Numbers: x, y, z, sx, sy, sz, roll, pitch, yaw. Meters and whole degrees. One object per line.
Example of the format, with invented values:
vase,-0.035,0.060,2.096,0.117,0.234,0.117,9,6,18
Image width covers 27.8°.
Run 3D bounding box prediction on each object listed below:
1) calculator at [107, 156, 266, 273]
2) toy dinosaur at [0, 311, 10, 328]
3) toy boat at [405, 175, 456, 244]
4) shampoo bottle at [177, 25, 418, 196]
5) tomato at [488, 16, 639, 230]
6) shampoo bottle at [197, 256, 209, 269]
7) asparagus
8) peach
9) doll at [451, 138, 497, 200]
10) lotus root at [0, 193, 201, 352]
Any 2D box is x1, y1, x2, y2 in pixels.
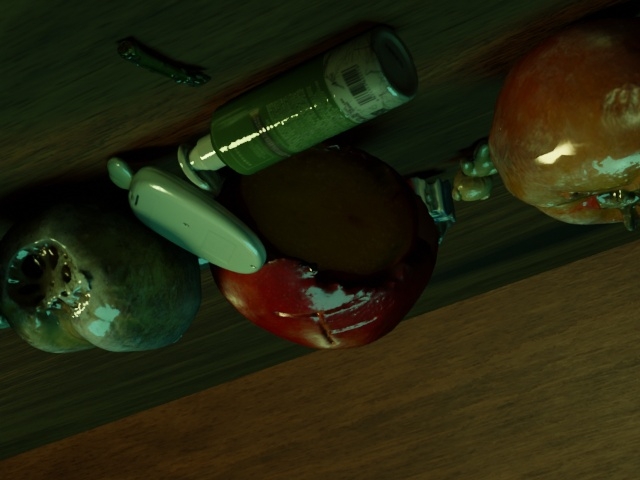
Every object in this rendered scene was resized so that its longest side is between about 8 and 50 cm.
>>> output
calculator,-0.112,-0.020,1.068,0.021,0.153,0.095,-61,-178,-25
toy dinosaur,-0.343,0.067,1.365,0.167,0.053,0.242,-12,-178,-1
toy boat,0.131,-0.035,1.541,0.059,0.069,0.173,-10,166,8
shampoo bottle,-0.024,-0.093,0.983,0.204,0.065,0.065,-23,168,31
tomato,0.225,-0.093,1.097,0.155,0.181,0.214,-8,165,-11
shampoo bottle,-0.090,-0.006,1.329,0.192,0.074,0.074,-15,170,4
asparagus,-0.104,-0.117,0.868,0.015,0.014,0.114,-2,176,19
peach,0.000,0.000,1.182,0.196,0.190,0.226,23,165,34
doll,0.182,-0.078,1.444,0.061,0.051,0.093,-6,166,-21
lotus root,-0.187,0.034,1.199,0.158,0.140,0.322,-2,175,12
